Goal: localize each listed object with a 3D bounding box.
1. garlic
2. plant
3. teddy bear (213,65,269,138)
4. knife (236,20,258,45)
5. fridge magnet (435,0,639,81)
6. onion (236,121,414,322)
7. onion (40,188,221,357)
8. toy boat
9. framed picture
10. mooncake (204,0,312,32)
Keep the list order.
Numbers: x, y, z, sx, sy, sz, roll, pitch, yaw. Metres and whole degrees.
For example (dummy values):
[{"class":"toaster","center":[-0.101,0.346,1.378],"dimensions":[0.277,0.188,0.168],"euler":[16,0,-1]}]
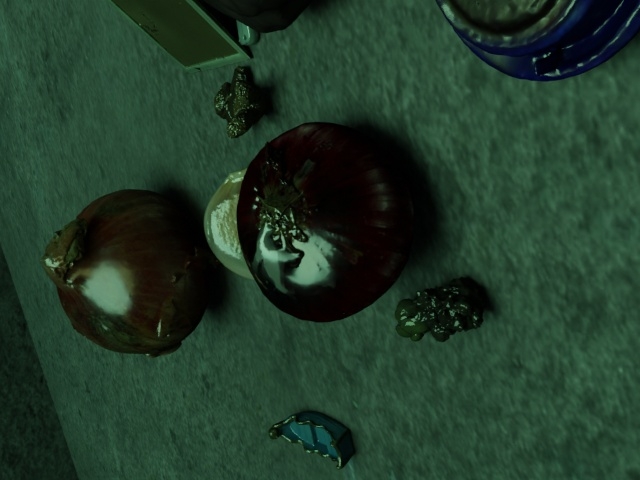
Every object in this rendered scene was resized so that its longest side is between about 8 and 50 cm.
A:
[{"class":"garlic","center":[-0.116,0.011,1.284],"dimensions":[0.266,0.128,0.148],"euler":[58,157,-8]},{"class":"plant","center":[0.154,0.100,0.991],"dimensions":[0.174,0.087,0.085],"euler":[-26,53,58]},{"class":"teddy bear","center":[-0.124,-0.220,1.170],"dimensions":[0.160,0.078,0.119],"euler":[-140,57,-64]},{"class":"knife","center":[-0.126,-0.383,1.116],"dimensions":[0.044,0.023,0.162],"euler":[15,121,52]},{"class":"fridge magnet","center":[0.200,-0.281,0.681],"dimensions":[0.265,0.113,0.265],"euler":[31,131,42]},{"class":"onion","center":[0.016,-0.021,1.017],"dimensions":[0.273,0.285,0.273],"euler":[-6,78,28]},{"class":"onion","center":[-0.377,0.066,1.486],"dimensions":[0.354,0.354,0.353],"euler":[29,130,40]},{"class":"toy boat","center":[-0.021,0.373,1.365],"dimensions":[0.185,0.077,0.075],"euler":[12,120,48]},{"class":"framed picture","center":[-0.260,-0.376,1.170],"dimensions":[0.216,0.016,0.273],"euler":[5,151,50]},{"class":"mooncake","center":[-0.135,-0.382,0.924],"dimensions":[0.283,0.283,0.141],"euler":[41,95,30]}]
